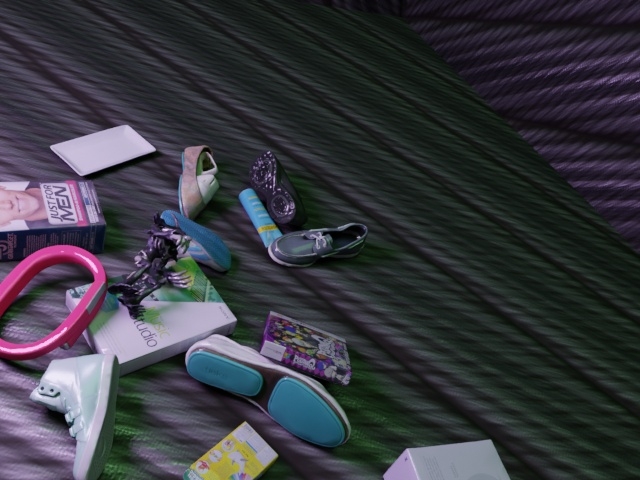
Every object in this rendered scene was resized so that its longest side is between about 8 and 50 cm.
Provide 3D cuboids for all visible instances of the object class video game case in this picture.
[{"bbox_3d":[-0.034,0.251,1.434,0.210,0.041,0.232,21,9,-5],"label":"video game case"}]

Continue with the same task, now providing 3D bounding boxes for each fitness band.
[{"bbox_3d":[-0.588,0.130,1.300,0.209,0.054,0.290,17,50,11],"label":"fitness band"}]

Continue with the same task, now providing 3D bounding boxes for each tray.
[{"bbox_3d":[-0.636,-0.262,1.785,0.145,0.030,0.270,39,41,17],"label":"tray"}]

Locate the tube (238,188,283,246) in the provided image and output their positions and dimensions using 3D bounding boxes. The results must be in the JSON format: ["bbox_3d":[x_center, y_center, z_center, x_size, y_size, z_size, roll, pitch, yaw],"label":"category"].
[{"bbox_3d":[-0.176,-0.063,1.797,0.080,0.052,0.207,-14,58,-35],"label":"tube"}]

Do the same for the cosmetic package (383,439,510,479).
[{"bbox_3d":[0.285,0.559,1.268,0.225,0.138,0.224,5,43,-25],"label":"cosmetic package"}]

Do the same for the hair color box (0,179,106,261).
[{"bbox_3d":[-0.712,-0.050,1.448,0.348,0.105,0.173,-6,48,-32],"label":"hair color box"}]

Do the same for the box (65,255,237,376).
[{"bbox_3d":[-0.389,0.168,1.413,0.322,0.058,0.232,-17,54,-40],"label":"box"}]

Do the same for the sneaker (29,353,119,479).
[{"bbox_3d":[-0.479,0.342,1.158,0.151,0.094,0.255,-1,53,-5],"label":"sneaker"}]

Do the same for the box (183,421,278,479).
[{"bbox_3d":[-0.182,0.457,1.212,0.105,0.043,0.179,41,39,18],"label":"box"}]

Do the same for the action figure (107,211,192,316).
[{"bbox_3d":[-0.363,0.048,1.400,0.141,0.164,0.275,11,46,16],"label":"action figure"}]

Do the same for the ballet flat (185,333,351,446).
[{"bbox_3d":[-0.105,0.317,1.357,0.401,0.139,0.139,26,39,2],"label":"ballet flat"}]

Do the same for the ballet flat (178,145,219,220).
[{"bbox_3d":[-0.353,-0.182,1.769,0.106,0.107,0.315,-13,46,2],"label":"ballet flat"}]

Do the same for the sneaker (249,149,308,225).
[{"bbox_3d":[-0.128,-0.155,1.870,0.130,0.109,0.286,25,36,-56],"label":"sneaker"}]

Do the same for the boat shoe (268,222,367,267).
[{"bbox_3d":[0.000,0.000,1.764,0.320,0.099,0.116,-5,59,-32],"label":"boat shoe"}]

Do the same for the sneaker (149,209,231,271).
[{"bbox_3d":[-0.338,0.014,1.596,0.229,0.092,0.087,36,34,-18],"label":"sneaker"}]
